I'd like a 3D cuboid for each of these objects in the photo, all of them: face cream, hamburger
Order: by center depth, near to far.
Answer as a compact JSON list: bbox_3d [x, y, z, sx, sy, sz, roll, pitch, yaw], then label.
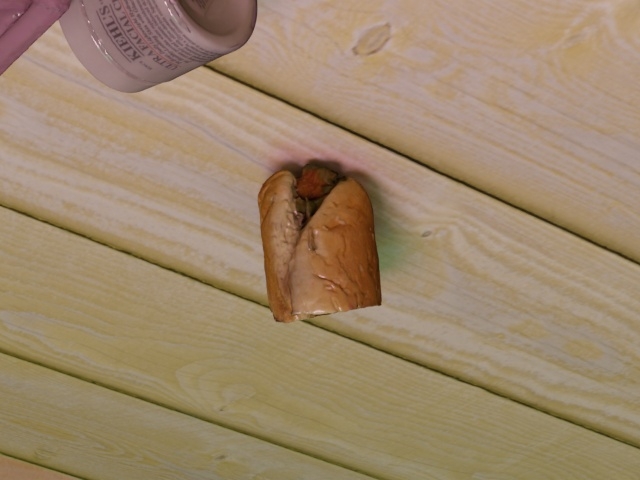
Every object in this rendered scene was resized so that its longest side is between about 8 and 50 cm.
[{"bbox_3d":[-0.177,-0.266,1.468,0.153,0.177,0.177,-18,140,34],"label":"face cream"},{"bbox_3d":[-0.002,-0.002,1.852,0.162,0.208,0.330,-4,-176,3],"label":"hamburger"}]

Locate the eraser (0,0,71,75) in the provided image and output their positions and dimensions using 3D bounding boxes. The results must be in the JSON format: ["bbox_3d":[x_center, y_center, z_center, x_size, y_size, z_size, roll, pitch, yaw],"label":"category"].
[{"bbox_3d":[-0.478,-0.200,1.422,0.359,0.122,0.272,-34,164,37],"label":"eraser"}]
